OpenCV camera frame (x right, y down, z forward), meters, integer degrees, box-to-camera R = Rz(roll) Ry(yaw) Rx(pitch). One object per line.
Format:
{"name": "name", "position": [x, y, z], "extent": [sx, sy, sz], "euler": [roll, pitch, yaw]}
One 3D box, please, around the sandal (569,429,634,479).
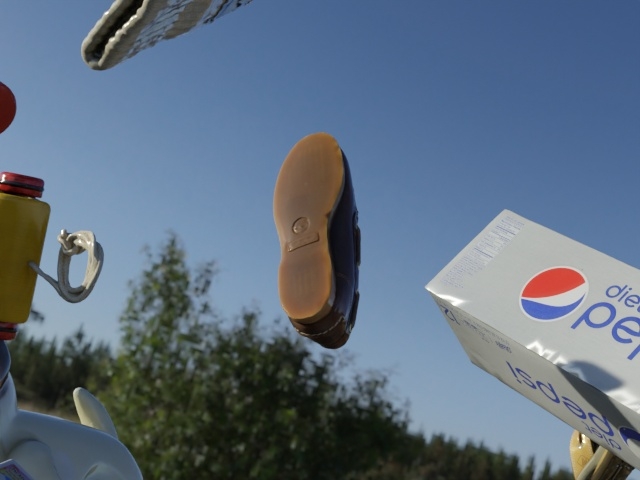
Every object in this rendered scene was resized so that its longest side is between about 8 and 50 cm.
{"name": "sandal", "position": [0.220, 0.168, 0.868], "extent": [0.049, 0.180, 0.072], "euler": [34, 13, 37]}

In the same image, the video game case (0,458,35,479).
{"name": "video game case", "position": [-0.240, 0.249, 0.885], "extent": [0.157, 0.019, 0.143], "euler": [39, 14, 13]}

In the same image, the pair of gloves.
{"name": "pair of gloves", "position": [-0.006, -0.185, 0.569], "extent": [0.042, 0.240, 0.204], "euler": [45, 28, -7]}

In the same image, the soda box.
{"name": "soda box", "position": [0.203, 0.082, 0.722], "extent": [0.286, 0.091, 0.098], "euler": [31, -20, 50]}

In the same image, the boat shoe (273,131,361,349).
{"name": "boat shoe", "position": [0.000, 0.000, 1.003], "extent": [0.073, 0.207, 0.073], "euler": [-13, -36, 25]}

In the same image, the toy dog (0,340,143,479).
{"name": "toy dog", "position": [-0.378, 0.269, 1.298], "extent": [0.284, 0.395, 0.408], "euler": [-11, -50, 33]}

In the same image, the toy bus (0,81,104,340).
{"name": "toy bus", "position": [-0.244, -0.001, 0.662], "extent": [0.104, 0.191, 0.202], "euler": [10, -45, -44]}
